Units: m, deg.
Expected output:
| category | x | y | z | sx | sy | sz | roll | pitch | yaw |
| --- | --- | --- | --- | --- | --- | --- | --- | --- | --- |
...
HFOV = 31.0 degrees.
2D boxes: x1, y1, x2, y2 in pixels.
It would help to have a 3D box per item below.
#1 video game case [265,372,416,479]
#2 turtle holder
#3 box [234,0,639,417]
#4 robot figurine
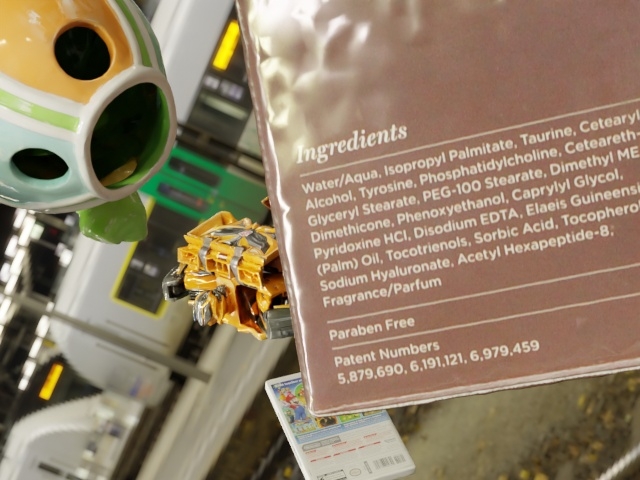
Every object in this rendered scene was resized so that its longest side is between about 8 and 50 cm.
| category | x | y | z | sx | sy | sz | roll | pitch | yaw |
| --- | --- | --- | --- | --- | --- | --- | --- | --- | --- |
| video game case | 0.015 | 0.153 | 0.953 | 0.011 | 0.087 | 0.122 | 95 | 155 | -43 |
| turtle holder | -0.264 | -0.119 | 1.119 | 0.243 | 0.227 | 0.320 | -27 | -39 | -49 |
| box | 0.077 | -0.043 | 0.500 | 0.168 | 0.167 | 0.203 | -1 | -99 | -73 |
| robot figurine | 0.000 | 0.000 | 1.030 | 0.291 | 0.211 | 0.085 | -25 | -63 | -40 |
